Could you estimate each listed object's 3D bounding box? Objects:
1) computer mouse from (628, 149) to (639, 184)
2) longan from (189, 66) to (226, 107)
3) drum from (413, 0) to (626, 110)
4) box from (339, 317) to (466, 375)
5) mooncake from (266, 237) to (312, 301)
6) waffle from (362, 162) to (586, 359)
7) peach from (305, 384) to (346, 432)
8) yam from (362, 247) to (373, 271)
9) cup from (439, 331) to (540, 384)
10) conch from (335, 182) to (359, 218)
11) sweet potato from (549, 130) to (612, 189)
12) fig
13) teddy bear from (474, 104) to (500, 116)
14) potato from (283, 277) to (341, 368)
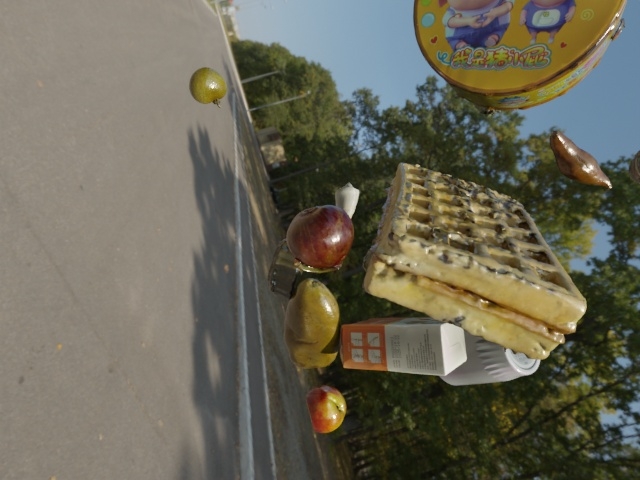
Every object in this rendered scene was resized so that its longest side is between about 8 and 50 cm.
[{"bbox_3d":[1.130,-0.264,1.182,0.389,0.115,0.199,-23,-120,47],"label":"computer mouse"},{"bbox_3d":[-0.227,-0.309,0.831,0.075,0.075,0.083,-119,-177,-77],"label":"longan"},{"bbox_3d":[0.442,-0.517,0.915,0.214,0.431,0.431,-10,83,-60],"label":"drum"},{"bbox_3d":[0.260,0.326,1.295,0.225,0.341,0.143,5,78,-55],"label":"box"},{"bbox_3d":[-0.104,0.097,1.461,0.228,0.124,0.228,22,90,-79],"label":"mooncake"},{"bbox_3d":[0.213,-0.002,0.649,0.376,0.261,0.114,-65,172,-62],"label":"waffle"},{"bbox_3d":[0.006,0.692,1.675,0.190,0.192,0.190,38,38,-38],"label":"peach"},{"bbox_3d":[0.282,0.008,1.314,0.133,0.330,0.133,55,-1,1],"label":"yam"},{"bbox_3d":[0.636,0.431,1.602,0.371,0.253,0.253,-34,-111,55],"label":"cup"},{"bbox_3d":[0.107,-0.152,1.652,0.094,0.104,0.176,18,69,-71],"label":"conch"},{"bbox_3d":[0.975,-0.288,1.549,0.359,0.112,0.112,30,8,-13],"label":"sweet potato"},{"bbox_3d":[0.001,-0.001,1.133,0.205,0.205,0.205,164,-90,-87],"label":"fig"},{"bbox_3d":[0.704,-0.717,1.593,0.367,0.224,0.357,104,7,-88],"label":"teddy bear"},{"bbox_3d":[-0.025,0.285,1.381,0.195,0.176,0.369,46,-38,43],"label":"potato"}]
